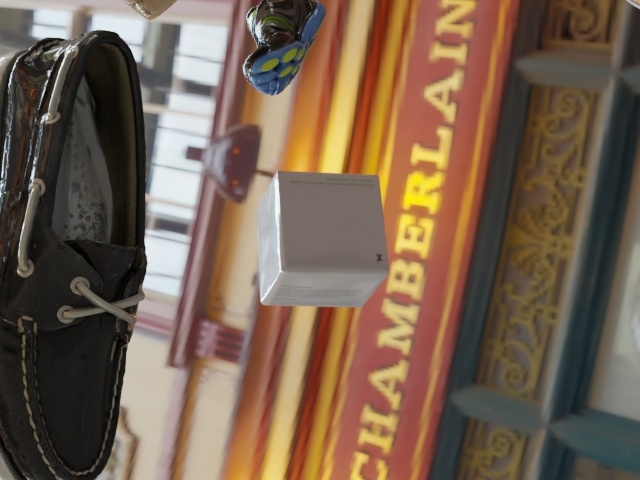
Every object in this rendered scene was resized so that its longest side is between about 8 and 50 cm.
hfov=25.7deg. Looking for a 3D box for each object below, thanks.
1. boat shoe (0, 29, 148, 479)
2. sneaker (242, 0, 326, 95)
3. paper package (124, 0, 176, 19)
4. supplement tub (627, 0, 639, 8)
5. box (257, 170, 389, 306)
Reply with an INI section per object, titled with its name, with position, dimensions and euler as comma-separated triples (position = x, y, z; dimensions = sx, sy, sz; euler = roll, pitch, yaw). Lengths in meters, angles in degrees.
[boat shoe]
position = -0.158, 0.011, 0.882
dimensions = 0.114, 0.091, 0.302
euler = 11, -111, -57
[sneaker]
position = -0.052, -0.218, 1.532
dimensions = 0.188, 0.078, 0.067
euler = -65, -1, -54
[paper package]
position = -0.075, -0.387, 1.290
dimensions = 0.168, 0.309, 0.325
euler = 46, -153, -12
[supplement tub]
position = 0.231, -0.228, 0.880
dimensions = 0.200, 0.144, 0.144
euler = 18, -95, -71
[box]
position = 0.000, 0.000, 1.279
dimensions = 0.101, 0.087, 0.102
euler = 2, -113, -15
